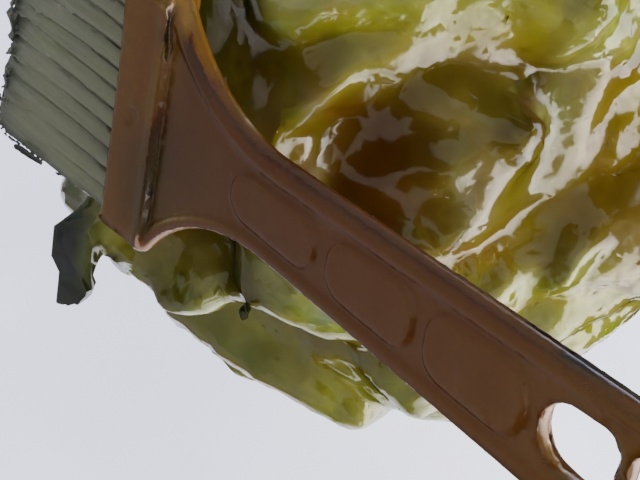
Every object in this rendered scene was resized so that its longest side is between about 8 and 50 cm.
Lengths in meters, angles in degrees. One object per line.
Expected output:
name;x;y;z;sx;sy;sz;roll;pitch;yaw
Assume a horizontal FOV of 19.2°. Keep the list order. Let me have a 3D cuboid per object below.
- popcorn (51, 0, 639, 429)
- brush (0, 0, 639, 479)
popcorn;0.013;-0.055;0.658;0.249;0.225;0.249;35;-50;55
brush;0.000;0.000;0.522;0.314;0.017;0.090;38;-50;37
